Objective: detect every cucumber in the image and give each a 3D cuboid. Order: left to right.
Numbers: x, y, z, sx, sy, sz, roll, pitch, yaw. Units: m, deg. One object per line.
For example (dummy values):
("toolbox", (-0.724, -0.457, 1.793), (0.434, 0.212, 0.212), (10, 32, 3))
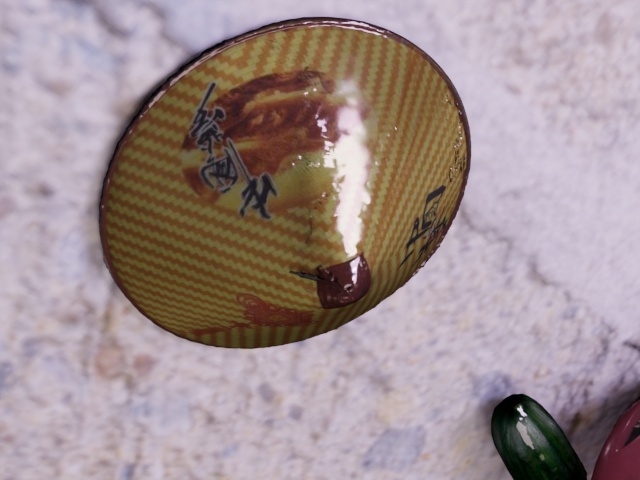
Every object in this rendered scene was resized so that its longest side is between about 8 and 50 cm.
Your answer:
("cucumber", (0.140, 0.137, 0.622), (0.048, 0.048, 0.105), (-35, 127, 3))

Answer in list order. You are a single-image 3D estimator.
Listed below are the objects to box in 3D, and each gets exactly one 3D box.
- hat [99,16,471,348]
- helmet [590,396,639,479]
("hat", (0.000, 0.000, 0.436), (0.193, 0.082, 0.193), (-13, 128, -17))
("helmet", (0.283, 0.153, 0.633), (0.253, 0.154, 0.198), (7, 138, -11))
